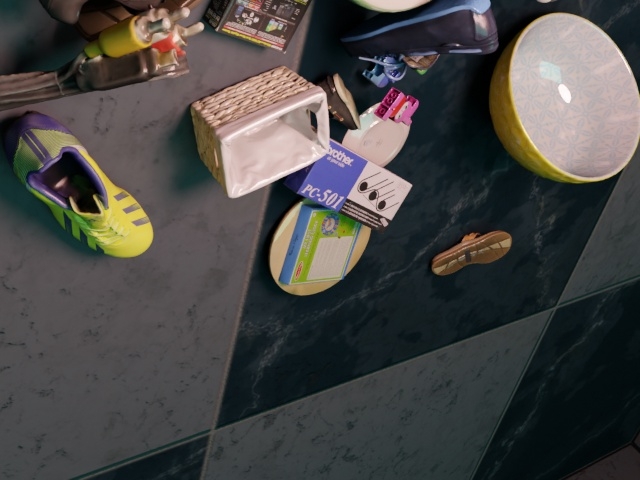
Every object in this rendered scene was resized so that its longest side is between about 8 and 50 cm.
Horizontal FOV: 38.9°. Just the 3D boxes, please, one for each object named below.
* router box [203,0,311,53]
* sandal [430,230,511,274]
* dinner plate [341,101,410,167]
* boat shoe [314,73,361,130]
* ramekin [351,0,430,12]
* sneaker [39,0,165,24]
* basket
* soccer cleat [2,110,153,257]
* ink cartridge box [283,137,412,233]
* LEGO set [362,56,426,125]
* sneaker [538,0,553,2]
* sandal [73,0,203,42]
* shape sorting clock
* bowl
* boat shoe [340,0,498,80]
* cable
[{"bbox_3d":[-0.076,-0.298,1.153,0.122,0.038,0.092,8,120,-47],"label":"router box"},{"bbox_3d":[0.300,0.016,1.824,0.180,0.049,0.072,-19,133,-9],"label":"sandal"},{"bbox_3d":[0.093,-0.162,1.471,0.141,0.017,0.141,-24,139,-23],"label":"dinner plate"},{"bbox_3d":[0.028,-0.201,1.349,0.042,0.048,0.133,-19,154,14],"label":"boat shoe"},{"bbox_3d":[0.084,-0.425,1.086,0.303,0.148,0.303,-26,140,-24],"label":"ramekin"},{"bbox_3d":[-0.178,-0.312,0.968,0.286,0.109,0.130,-19,119,-17],"label":"sneaker"},{"bbox_3d":[-0.084,-0.153,1.236,0.167,0.103,0.113,-28,141,-22],"label":"basket"},{"bbox_3d":[-0.289,-0.043,1.132,0.093,0.121,0.289,-40,144,-6],"label":"soccer cleat"},{"bbox_3d":[0.047,-0.089,1.438,0.207,0.046,0.097,24,100,-42],"label":"ink cartridge box"},{"bbox_3d":[0.149,-0.275,1.358,0.227,0.087,0.093,-54,146,3],"label":"LEGO set"},{"bbox_3d":[0.414,-0.417,1.489,0.158,0.061,0.065,-30,148,-17],"label":"sneaker"},{"bbox_3d":[-0.180,-0.290,1.042,0.219,0.090,0.060,-39,178,-8],"label":"sandal"},{"bbox_3d":[0.000,0.000,1.519,0.206,0.040,0.206,-25,134,-30],"label":"shape sorting clock"},{"bbox_3d":[0.386,-0.222,1.543,0.290,0.289,0.156,-19,179,-31],"label":"bowl"},{"bbox_3d":[0.121,-0.259,1.198,0.109,0.258,0.089,-41,115,-22],"label":"boat shoe"},{"bbox_3d":[-0.262,-0.195,0.995,0.287,0.072,0.139,-8,-175,15],"label":"cable"}]
